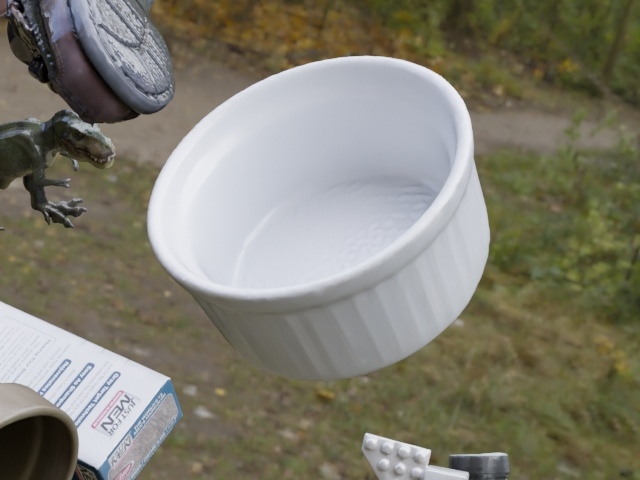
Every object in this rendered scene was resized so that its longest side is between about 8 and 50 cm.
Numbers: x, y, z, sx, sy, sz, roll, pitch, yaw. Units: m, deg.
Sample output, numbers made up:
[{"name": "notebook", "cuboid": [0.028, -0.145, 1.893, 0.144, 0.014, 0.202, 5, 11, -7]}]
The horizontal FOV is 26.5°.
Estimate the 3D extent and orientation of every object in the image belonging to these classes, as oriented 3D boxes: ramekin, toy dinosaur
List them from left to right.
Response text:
[{"name": "toy dinosaur", "cuboid": [-0.270, -0.049, 1.129, 0.268, 0.118, 0.064, -7, 41, 20]}, {"name": "ramekin", "cuboid": [0.008, -0.015, 1.136, 0.277, 0.277, 0.135, 30, -25, 42]}]

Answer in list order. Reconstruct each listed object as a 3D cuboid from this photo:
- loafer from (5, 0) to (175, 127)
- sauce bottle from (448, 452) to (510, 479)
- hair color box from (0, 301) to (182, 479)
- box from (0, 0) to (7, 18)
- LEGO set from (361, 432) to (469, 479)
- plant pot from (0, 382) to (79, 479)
[{"name": "loafer", "cuboid": [-0.163, -0.142, 0.901, 0.109, 0.095, 0.302, 53, 11, -30]}, {"name": "sauce bottle", "cuboid": [0.185, 0.416, 1.548, 0.111, 0.344, 0.111, 0, -11, 0]}, {"name": "hair color box", "cuboid": [-0.393, 0.225, 1.961, 0.347, 0.105, 0.174, 21, 55, 25]}, {"name": "box", "cuboid": [-0.409, -0.220, 1.208, 0.381, 0.143, 0.191, -37, 24, -30]}, {"name": "LEGO set", "cuboid": [0.026, 0.205, 0.550, 0.060, 0.182, 0.244, 10, 43, 11]}, {"name": "plant pot", "cuboid": [-0.493, 0.251, 1.582, 0.280, 0.323, 0.323, 35, 20, 22]}]
